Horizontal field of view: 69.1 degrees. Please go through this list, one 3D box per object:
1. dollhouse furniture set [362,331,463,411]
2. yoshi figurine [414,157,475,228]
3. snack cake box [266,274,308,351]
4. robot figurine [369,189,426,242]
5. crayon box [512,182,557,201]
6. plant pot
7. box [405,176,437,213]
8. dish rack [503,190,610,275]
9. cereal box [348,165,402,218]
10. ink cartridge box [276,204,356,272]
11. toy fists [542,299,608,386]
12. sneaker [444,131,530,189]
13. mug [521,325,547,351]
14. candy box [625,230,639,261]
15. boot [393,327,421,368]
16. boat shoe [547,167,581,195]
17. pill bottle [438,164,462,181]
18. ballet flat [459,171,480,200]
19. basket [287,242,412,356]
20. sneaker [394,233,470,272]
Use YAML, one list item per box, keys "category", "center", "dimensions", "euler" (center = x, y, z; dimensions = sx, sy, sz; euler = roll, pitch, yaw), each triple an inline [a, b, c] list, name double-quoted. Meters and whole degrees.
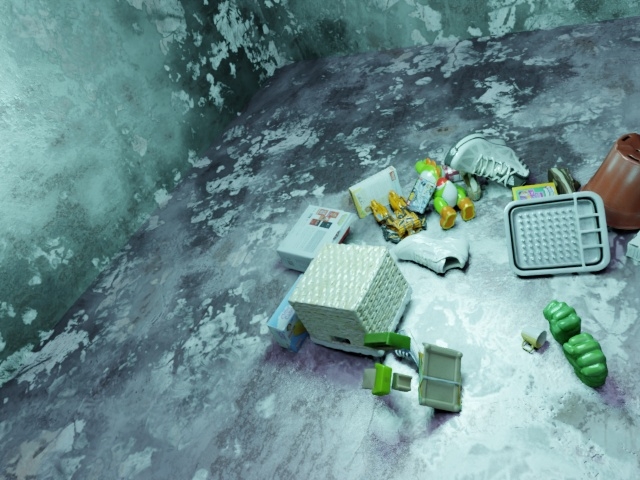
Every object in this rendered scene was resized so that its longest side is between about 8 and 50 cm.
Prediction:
- category: "dollhouse furniture set"
  center: [0.295, 0.426, 1.503]
  dimensions: [0.151, 0.301, 0.198]
  euler: [146, 138, -62]
- category: "yoshi figurine"
  center: [0.540, -0.210, 2.114]
  dimensions: [0.203, 0.203, 0.362]
  euler: [-49, 47, 29]
- category: "snack cake box"
  center: [-0.086, 0.287, 1.855]
  dimensions: [0.089, 0.152, 0.264]
  euler: [11, 52, 33]
- category: "robot figurine"
  center: [0.350, -0.110, 2.121]
  dimensions: [0.210, 0.085, 0.291]
  euler: [-29, 41, -5]
- category: "crayon box"
  center: [0.878, -0.110, 1.876]
  dimensions: [0.165, 0.081, 0.279]
  euler: [-6, 44, 19]
- category: "plant pot"
  center: [1.136, -0.228, 1.696]
  dimensions: [0.271, 0.265, 0.273]
  euler: [-2, 49, 2]
- category: "box"
  center: [0.444, -0.200, 2.045]
  dimensions: [0.094, 0.137, 0.027]
  euler: [37, 25, 31]
- category: "dish rack"
  center: [0.861, -0.021, 1.714]
  dimensions: [0.332, 0.072, 0.286]
  euler: [-6, 85, 19]
- category: "cereal box"
  center: [0.266, -0.229, 2.221]
  dimensions: [0.240, 0.173, 0.047]
  euler: [-28, 39, -6]
- category: "ink cartridge box"
  center: [0.000, 0.000, 2.135]
  dimensions: [0.271, 0.130, 0.310]
  euler: [12, 53, 32]
- category: "toy fists"
  center: [0.781, 0.308, 1.433]
  dimensions: [0.096, 0.142, 0.279]
  euler: [-18, 41, 7]
- category: "sneaker"
  center: [0.747, -0.325, 1.989]
  dimensions: [0.447, 0.169, 0.258]
  euler: [-9, 47, -37]
- category: "mug"
  center: [0.694, 0.317, 1.530]
  dimensions: [0.078, 0.062, 0.064]
  euler: [-35, 34, -22]
- category: "candy box"
  center: [1.196, 0.023, 1.595]
  dimensions: [0.164, 0.070, 0.196]
  euler: [-39, 44, -16]
- category: "boot"
  center: [0.306, 0.395, 1.631]
  dimensions: [0.086, 0.069, 0.190]
  euler: [-28, 33, 7]
- category: "boat shoe"
  center: [1.031, -0.227, 1.923]
  dimensions: [0.095, 0.095, 0.258]
  euler: [-8, 43, 9]
- category: "pill bottle"
  center: [0.634, -0.324, 2.215]
  dimensions: [0.151, 0.086, 0.086]
  euler: [-9, 43, 17]
- category: "ballet flat"
  center: [0.682, -0.283, 2.103]
  dimensions: [0.072, 0.067, 0.207]
  euler: [-16, 68, 4]
- category: "basket"
  center: [0.115, 0.205, 1.738]
  dimensions: [0.328, 0.267, 0.331]
  euler: [2, 45, 38]
- category: "sneaker"
  center: [0.443, 0.055, 1.880]
  dimensions: [0.304, 0.114, 0.152]
  euler: [-2, 44, 24]
